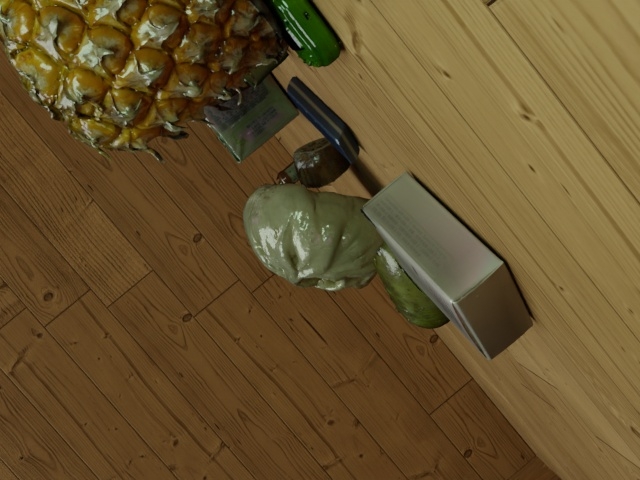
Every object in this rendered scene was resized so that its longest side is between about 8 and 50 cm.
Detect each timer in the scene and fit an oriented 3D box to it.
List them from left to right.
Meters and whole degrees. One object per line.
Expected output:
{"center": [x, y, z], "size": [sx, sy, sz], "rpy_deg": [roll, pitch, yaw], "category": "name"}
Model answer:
{"center": [-0.031, -0.284, 1.116], "size": [0.128, 0.047, 0.140], "rpy_deg": [50, 179, -18], "category": "timer"}

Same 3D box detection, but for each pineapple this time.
{"center": [-0.245, -0.282, 1.121], "size": [0.352, 0.300, 0.352], "rpy_deg": [50, -175, -6], "category": "pineapple"}

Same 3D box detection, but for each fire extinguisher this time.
{"center": [-0.058, -0.183, 2.135], "size": [0.062, 0.177, 0.050], "rpy_deg": [50, 180, -38], "category": "fire extinguisher"}

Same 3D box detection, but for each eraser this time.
{"center": [0.004, -0.234, 1.637], "size": [0.225, 0.036, 0.082], "rpy_deg": [50, 178, 41], "category": "eraser"}

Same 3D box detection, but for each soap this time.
{"center": [-0.188, -0.327, 2.064], "size": [0.182, 0.199, 0.138], "rpy_deg": [51, -178, -25], "category": "soap"}

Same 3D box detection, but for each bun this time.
{"center": [0.000, 0.000, 1.878], "size": [0.365, 0.219, 0.365], "rpy_deg": [10, 178, 0], "category": "bun"}

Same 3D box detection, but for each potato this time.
{"center": [0.187, 0.060, 1.615], "size": [0.176, 0.141, 0.298], "rpy_deg": [34, 162, 34], "category": "potato"}

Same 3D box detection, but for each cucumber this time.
{"center": [-0.132, -0.343, 1.506], "size": [0.116, 0.115, 0.062], "rpy_deg": [48, 177, -32], "category": "cucumber"}

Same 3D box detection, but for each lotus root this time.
{"center": [0.002, -0.175, 1.852], "size": [0.122, 0.112, 0.081], "rpy_deg": [-1, 120, 47], "category": "lotus root"}

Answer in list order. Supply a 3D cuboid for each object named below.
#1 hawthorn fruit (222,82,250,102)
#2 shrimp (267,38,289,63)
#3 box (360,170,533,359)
{"center": [-0.242, -0.423, 1.807], "size": [0.208, 0.208, 0.248], "rpy_deg": [55, -168, -75], "category": "hawthorn fruit"}
{"center": [-0.220, -0.416, 1.363], "size": [0.410, 0.221, 0.166], "rpy_deg": [32, -156, -1], "category": "shrimp"}
{"center": [0.195, 0.040, 1.319], "size": [0.251, 0.106, 0.203], "rpy_deg": [51, 178, 41], "category": "box"}
